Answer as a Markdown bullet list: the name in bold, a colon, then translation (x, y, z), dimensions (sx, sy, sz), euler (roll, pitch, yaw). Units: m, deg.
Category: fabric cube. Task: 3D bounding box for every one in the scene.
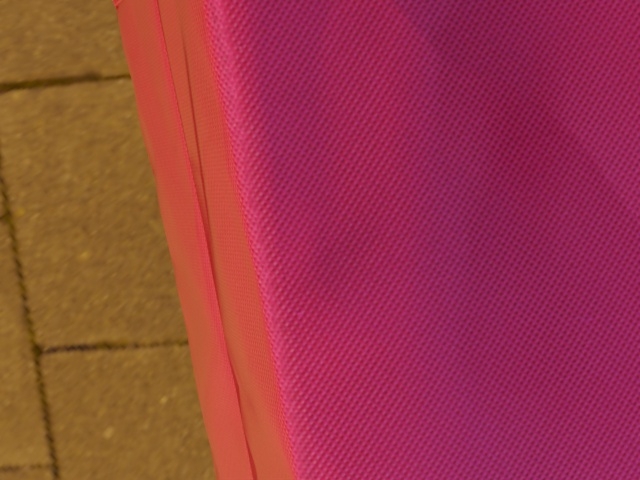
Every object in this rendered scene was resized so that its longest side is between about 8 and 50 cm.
- **fabric cube**: translation (0.085, 0.003, 0.569), dimensions (0.254, 0.259, 0.258), euler (-11, 94, -10)
